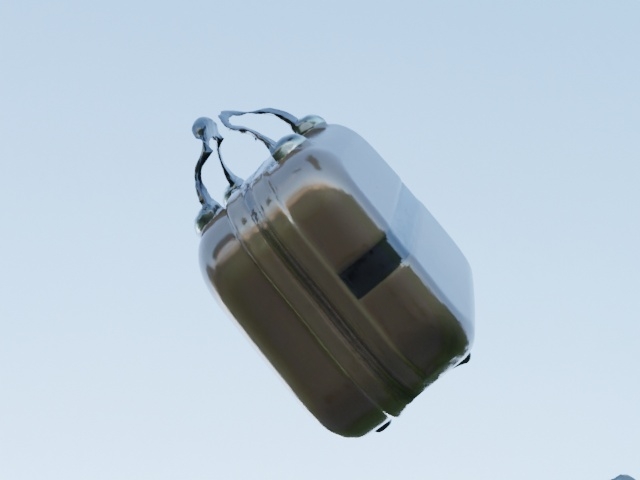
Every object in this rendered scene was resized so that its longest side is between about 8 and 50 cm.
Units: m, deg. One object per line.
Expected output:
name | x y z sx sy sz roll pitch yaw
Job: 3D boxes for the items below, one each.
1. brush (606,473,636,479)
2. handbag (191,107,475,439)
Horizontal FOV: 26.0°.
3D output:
brush | 0.228 0.196 0.748 0.034 0.190 0.027 0 -56 -60
handbag | 0.000 0.000 1.140 0.149 0.302 0.283 -42 -87 13
